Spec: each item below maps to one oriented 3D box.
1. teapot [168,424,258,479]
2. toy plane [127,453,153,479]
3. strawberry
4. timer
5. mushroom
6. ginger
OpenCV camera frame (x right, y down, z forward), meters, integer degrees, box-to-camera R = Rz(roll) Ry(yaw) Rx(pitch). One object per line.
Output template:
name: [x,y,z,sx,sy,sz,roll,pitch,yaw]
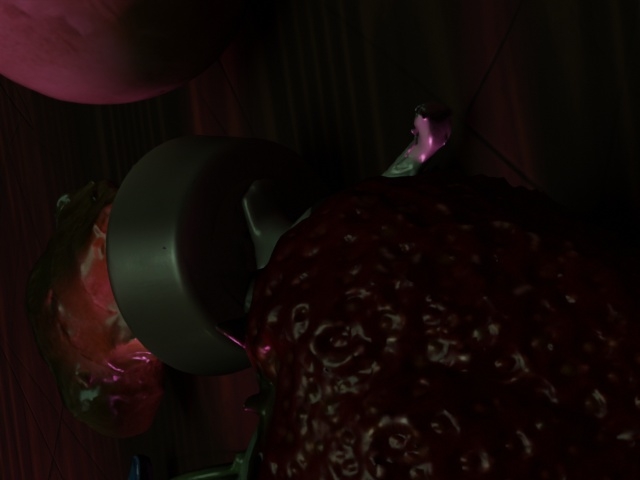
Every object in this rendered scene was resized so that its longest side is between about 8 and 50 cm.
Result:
teapot: [-0.058,0.257,1.280,0.321,0.239,0.239,50,-144,-61]
toy plane: [-0.148,0.326,1.705,0.246,0.078,0.169,64,149,23]
strawberry: [0.097,0.096,0.984,0.277,0.257,0.257,14,110,40]
timer: [0.000,0.000,1.268,0.266,0.175,0.175,-7,89,48]
mushroom: [-0.171,-0.269,1.447,0.292,0.292,0.290,123,163,-53]
ginger: [-0.172,0.025,1.633,0.219,0.123,0.270,58,136,36]
